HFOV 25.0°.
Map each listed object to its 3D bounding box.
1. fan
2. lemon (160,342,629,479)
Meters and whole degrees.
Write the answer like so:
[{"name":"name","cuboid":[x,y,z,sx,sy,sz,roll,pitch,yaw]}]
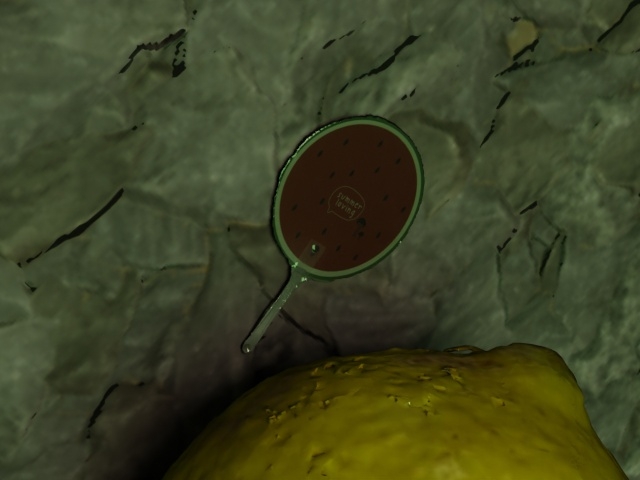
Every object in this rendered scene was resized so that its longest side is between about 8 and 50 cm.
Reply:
[{"name":"fan","cuboid":[0.000,0.000,0.696,0.085,0.005,0.133,32,94,-37]},{"name":"lemon","cuboid":[0.029,0.185,0.649,0.258,0.258,0.310,22,92,-35]}]
